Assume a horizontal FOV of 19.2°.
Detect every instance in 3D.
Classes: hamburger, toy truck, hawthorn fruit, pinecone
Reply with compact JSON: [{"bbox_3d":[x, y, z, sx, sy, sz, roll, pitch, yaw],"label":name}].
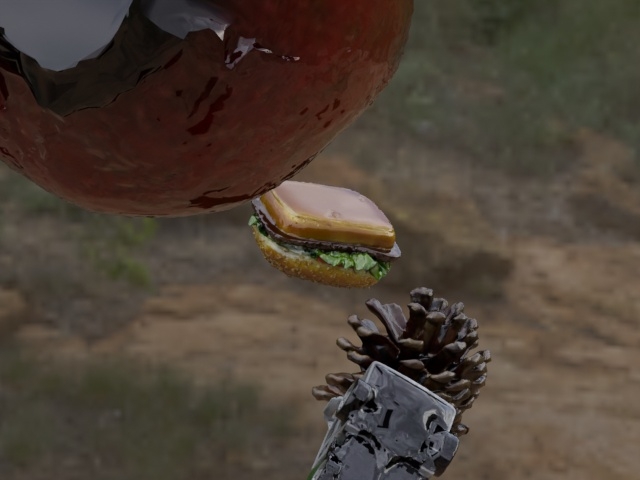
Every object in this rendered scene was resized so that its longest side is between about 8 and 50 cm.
[{"bbox_3d":[0.000,0.000,2.060,0.166,0.087,0.137,10,24,-24],"label":"hamburger"},{"bbox_3d":[0.026,0.214,1.477,0.101,0.125,0.242,30,41,-4],"label":"toy truck"},{"bbox_3d":[-0.090,-0.150,0.979,0.316,0.316,0.316,1,20,0],"label":"hawthorn fruit"},{"bbox_3d":[0.080,0.140,1.851,0.150,0.195,0.179,31,17,19],"label":"pinecone"}]
